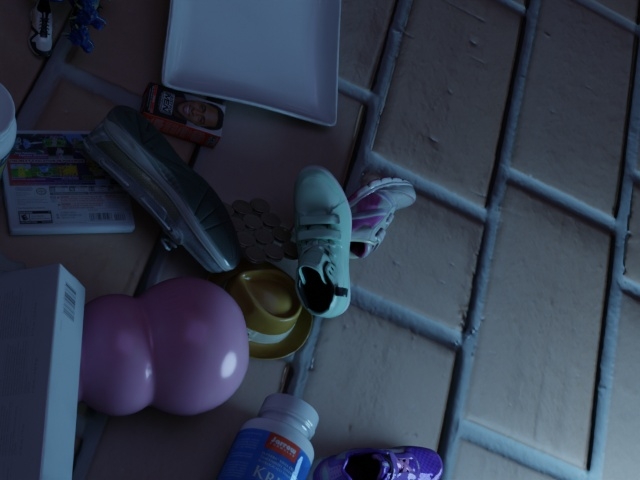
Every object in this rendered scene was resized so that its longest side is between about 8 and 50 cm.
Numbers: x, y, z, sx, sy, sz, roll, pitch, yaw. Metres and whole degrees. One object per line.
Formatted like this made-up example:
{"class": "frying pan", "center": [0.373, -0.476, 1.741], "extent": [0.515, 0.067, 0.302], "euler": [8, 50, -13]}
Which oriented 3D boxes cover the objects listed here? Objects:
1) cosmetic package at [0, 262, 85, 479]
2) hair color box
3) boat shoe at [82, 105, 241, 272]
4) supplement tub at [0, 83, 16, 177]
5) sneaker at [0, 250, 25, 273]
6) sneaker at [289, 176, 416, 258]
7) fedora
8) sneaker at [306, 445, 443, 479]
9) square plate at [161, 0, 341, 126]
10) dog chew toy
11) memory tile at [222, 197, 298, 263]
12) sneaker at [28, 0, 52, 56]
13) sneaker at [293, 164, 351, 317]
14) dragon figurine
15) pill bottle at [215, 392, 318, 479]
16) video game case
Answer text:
{"class": "cosmetic package", "center": [-0.467, 0.232, 1.508], "extent": [0.284, 0.097, 0.377], "euler": [-7, 61, 11]}
{"class": "hair color box", "center": [-0.240, -0.217, 1.993], "extent": [0.141, 0.043, 0.072], "euler": [16, 56, -19]}
{"class": "boat shoe", "center": [-0.252, -0.069, 1.856], "extent": [0.320, 0.103, 0.118], "euler": [49, 24, -5]}
{"class": "supplement tub", "center": [-0.534, -0.147, 1.709], "extent": [0.144, 0.200, 0.144], "euler": [12, 59, -21]}
{"class": "sneaker", "center": [-0.555, 0.004, 1.694], "extent": [0.262, 0.099, 0.121], "euler": [42, 41, -6]}
{"class": "sneaker", "center": [0.072, -0.026, 2.016], "extent": [0.252, 0.103, 0.111], "euler": [-25, 78, -26]}
{"class": "fedora", "center": [-0.093, 0.098, 1.870], "extent": [0.194, 0.079, 0.194], "euler": [12, 59, -20]}
{"class": "sneaker", "center": [0.100, 0.364, 1.804], "extent": [0.236, 0.104, 0.095], "euler": [0, 62, -28]}
{"class": "square plate", "center": [-0.123, -0.397, 2.104], "extent": [0.347, 0.049, 0.344], "euler": [11, 72, -27]}
{"class": "dog chew toy", "center": [-0.277, 0.163, 1.676], "extent": [0.331, 0.207, 0.207], "euler": [-5, 66, -20]}
{"class": "memory tile", "center": [-0.106, -0.017, 1.937], "extent": [0.113, 0.012, 0.148], "euler": [-9, 49, -37]}
{"class": "sneaker", "center": [-0.476, -0.363, 1.957], "extent": [0.040, 0.044, 0.109], "euler": [1, 64, -28]}
{"class": "sneaker", "center": [0.001, 0.000, 1.860], "extent": [0.094, 0.151, 0.256], "euler": [-9, 89, 9]}
{"class": "dragon figurine", "center": [-0.439, -0.455, 1.962], "extent": [0.289, 0.085, 0.144], "euler": [57, 21, 3]}
{"class": "pill bottle", "center": [-0.083, 0.342, 1.712], "extent": [0.124, 0.124, 0.222], "euler": [30, 54, -9]}
{"class": "video game case", "center": [-0.411, -0.095, 1.853], "extent": [0.201, 0.023, 0.184], "euler": [-2, 65, -26]}
